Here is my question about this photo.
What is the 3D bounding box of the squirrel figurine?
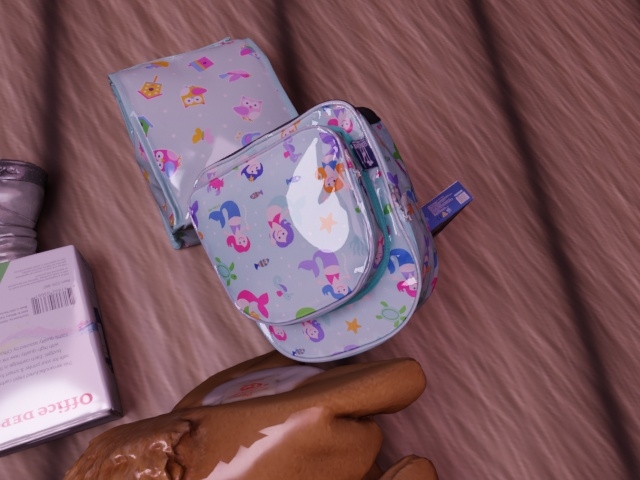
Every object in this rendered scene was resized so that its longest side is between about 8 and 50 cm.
[{"bbox_3d":[-0.055,0.334,0.552,0.397,0.281,0.370,-13,91,-40],"label":"squirrel figurine"}]

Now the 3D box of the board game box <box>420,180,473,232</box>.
[{"bbox_3d":[0.107,0.008,0.781,0.201,0.136,0.035,-35,79,-21],"label":"board game box"}]

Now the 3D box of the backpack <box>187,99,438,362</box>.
[{"bbox_3d":[0.000,0.000,0.603,0.225,0.191,0.253,-23,94,23],"label":"backpack"}]

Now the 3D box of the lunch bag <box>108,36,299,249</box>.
[{"bbox_3d":[-0.150,-0.149,0.788,0.224,0.160,0.262,-22,80,-16],"label":"lunch bag"}]

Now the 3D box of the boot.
[{"bbox_3d":[-0.486,-0.027,0.726,0.247,0.083,0.161,3,74,-7],"label":"boot"}]

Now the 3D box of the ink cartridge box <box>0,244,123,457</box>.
[{"bbox_3d":[-0.343,0.134,0.677,0.154,0.093,0.212,-16,71,-15],"label":"ink cartridge box"}]
